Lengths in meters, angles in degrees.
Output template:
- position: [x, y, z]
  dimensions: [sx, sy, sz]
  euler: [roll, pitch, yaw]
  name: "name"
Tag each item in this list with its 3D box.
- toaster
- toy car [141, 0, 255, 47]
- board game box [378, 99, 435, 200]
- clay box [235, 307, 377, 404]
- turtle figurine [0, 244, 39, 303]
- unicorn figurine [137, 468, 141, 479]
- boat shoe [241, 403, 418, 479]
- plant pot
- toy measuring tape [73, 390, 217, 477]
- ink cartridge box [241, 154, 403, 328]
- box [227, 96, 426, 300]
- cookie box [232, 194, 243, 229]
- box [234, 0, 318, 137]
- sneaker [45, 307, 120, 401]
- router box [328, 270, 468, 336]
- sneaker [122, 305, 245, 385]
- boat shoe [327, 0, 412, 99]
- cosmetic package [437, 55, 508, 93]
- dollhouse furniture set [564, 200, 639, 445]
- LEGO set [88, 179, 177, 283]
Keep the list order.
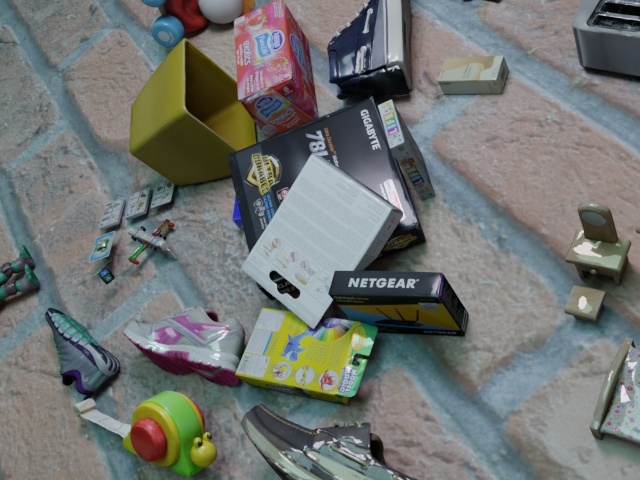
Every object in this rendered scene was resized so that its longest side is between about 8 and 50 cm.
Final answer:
- position: [0.523, -0.368, 1.361]
  dimensions: [0.186, 0.110, 0.168]
  euler: [22, 70, 38]
  name: "toaster"
- position: [-0.264, -0.584, 1.903]
  dimensions: [0.238, 0.210, 0.219]
  euler: [5, 49, 17]
  name: "toy car"
- position: [0.147, -0.152, 1.391]
  dimensions: [0.026, 0.154, 0.103]
  euler: [-22, 50, 15]
  name: "board game box"
- position: [-0.016, 0.186, 1.315]
  dimensions: [0.222, 0.053, 0.127]
  euler: [6, 62, 31]
  name: "clay box"
- position: [-0.717, 0.104, 1.720]
  dimensions: [0.234, 0.118, 0.175]
  euler: [-26, 63, -9]
  name: "turtle figurine"
- position: [-0.328, 0.445, 1.313]
  dimensions: [0.111, 0.060, 0.161]
  euler: [-2, 74, 28]
  name: "unicorn figurine"
- position: [0.041, 0.329, 1.152]
  dimensions: [0.355, 0.132, 0.130]
  euler: [30, 67, 31]
  name: "boat shoe"
- position: [-0.271, -0.237, 1.660]
  dimensions: [0.187, 0.212, 0.212]
  euler: [-27, 49, 25]
  name: "plant pot"
- position: [-0.296, 0.289, 1.353]
  dimensions: [0.330, 0.121, 0.121]
  euler: [15, 67, 35]
  name: "toy measuring tape"
- position: [0.000, 0.000, 1.347]
  dimensions: [0.189, 0.066, 0.232]
  euler: [37, 104, 30]
  name: "ink cartridge box"
- position: [0.003, -0.078, 1.442]
  dimensions: [0.294, 0.073, 0.295]
  euler: [-21, 59, 11]
  name: "box"
- position: [-0.116, -0.081, 1.562]
  dimensions: [0.092, 0.040, 0.107]
  euler: [-9, 56, 22]
  name: "cookie box"
- position: [-0.093, -0.356, 1.683]
  dimensions: [0.123, 0.128, 0.256]
  euler: [-20, 51, 16]
  name: "box"
- position: [-0.475, 0.210, 1.537]
  dimensions: [0.224, 0.083, 0.098]
  euler: [31, 82, 39]
  name: "sneaker"
- position: [0.120, 0.096, 1.248]
  dimensions: [0.179, 0.133, 0.046]
  euler: [-1, 58, 29]
  name: "router box"
- position: [-0.229, 0.170, 1.422]
  dimensions: [0.252, 0.103, 0.111]
  euler: [10, 60, 27]
  name: "sneaker"
- position: [0.094, -0.428, 1.626]
  dimensions: [0.158, 0.127, 0.340]
  euler: [-7, 56, 16]
  name: "boat shoe"
- position: [0.280, -0.303, 1.496]
  dimensions: [0.115, 0.041, 0.060]
  euler: [4, 61, 31]
  name: "cosmetic package"
- position: [0.407, 0.145, 1.029]
  dimensions: [0.303, 0.174, 0.355]
  euler: [13, 66, 35]
  name: "dollhouse furniture set"
- position: [-0.376, -0.010, 1.667]
  dimensions: [0.183, 0.060, 0.244]
  euler: [-19, 40, 16]
  name: "LEGO set"
